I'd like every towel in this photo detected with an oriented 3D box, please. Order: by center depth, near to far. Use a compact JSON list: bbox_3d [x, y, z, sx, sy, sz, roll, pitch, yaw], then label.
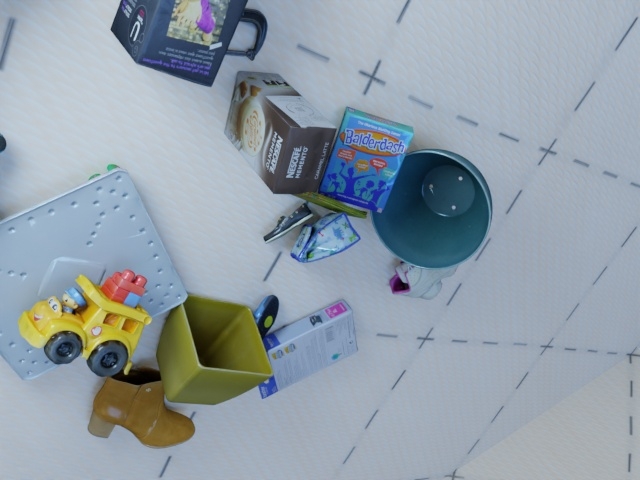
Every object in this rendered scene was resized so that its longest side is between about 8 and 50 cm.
[{"bbox_3d":[-0.002,-0.095,1.554,0.237,0.102,0.021,20,87,-43],"label":"towel"}]

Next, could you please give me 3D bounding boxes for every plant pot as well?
[{"bbox_3d":[-0.274,0.278,1.604,0.212,0.212,0.187,18,125,-42],"label":"plant pot"},{"bbox_3d":[0.291,-0.097,1.651,0.195,0.290,0.290,-38,152,-58],"label":"plant pot"}]

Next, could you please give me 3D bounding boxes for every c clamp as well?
[{"bbox_3d":[-0.176,-0.373,1.267,0.161,0.022,0.137,-9,123,-26],"label":"c clamp"}]

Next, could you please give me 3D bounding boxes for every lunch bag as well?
[{"bbox_3d":[0.000,0.000,1.594,0.151,0.129,0.096,-35,98,-8],"label":"lunch bag"}]

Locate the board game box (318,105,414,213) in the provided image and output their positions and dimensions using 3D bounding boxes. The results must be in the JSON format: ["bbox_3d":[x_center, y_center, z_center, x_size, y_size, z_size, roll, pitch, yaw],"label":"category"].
[{"bbox_3d":[0.101,-0.181,1.536,0.160,0.047,0.210,16,118,-7],"label":"board game box"}]

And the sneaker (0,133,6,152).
[{"bbox_3d":[-0.625,-0.041,1.126,0.140,0.125,0.340,8,109,-42],"label":"sneaker"}]

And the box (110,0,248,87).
[{"bbox_3d":[-0.213,-0.417,1.098,0.143,0.165,0.270,11,118,-39],"label":"box"}]

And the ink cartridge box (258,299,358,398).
[{"bbox_3d":[-0.048,0.301,1.865,0.311,0.065,0.185,-26,135,-18],"label":"ink cartridge box"}]

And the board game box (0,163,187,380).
[{"bbox_3d":[-0.512,0.072,1.375,0.390,0.050,0.390,-27,135,-13],"label":"board game box"}]

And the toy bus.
[{"bbox_3d":[-0.451,0.141,1.345,0.220,0.149,0.211,28,92,-42],"label":"toy bus"}]

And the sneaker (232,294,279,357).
[{"bbox_3d":[-0.178,0.227,1.718,0.069,0.082,0.209,27,87,-55],"label":"sneaker"}]

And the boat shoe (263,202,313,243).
[{"bbox_3d":[-0.081,-0.039,1.585,0.133,0.042,0.049,-34,178,-2],"label":"boat shoe"}]

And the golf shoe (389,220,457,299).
[{"bbox_3d":[0.287,0.065,1.837,0.140,0.115,0.306,-2,140,-19],"label":"golf shoe"}]

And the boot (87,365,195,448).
[{"bbox_3d":[-0.410,0.409,1.669,0.295,0.104,0.211,14,122,-33],"label":"boot"}]

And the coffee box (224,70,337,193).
[{"bbox_3d":[-0.085,-0.210,1.293,0.098,0.246,0.141,-4,125,-32],"label":"coffee box"}]
